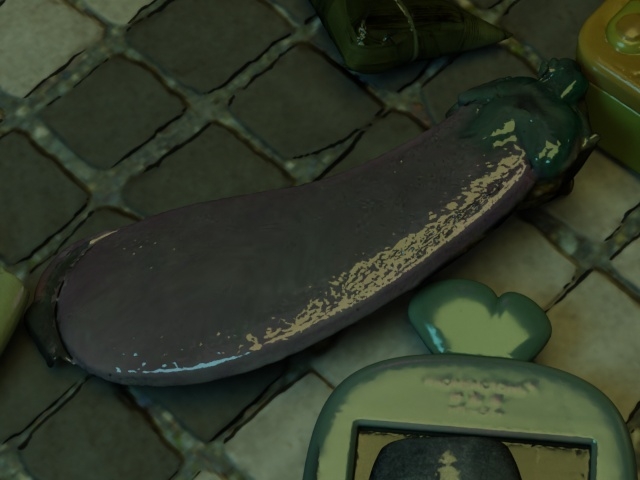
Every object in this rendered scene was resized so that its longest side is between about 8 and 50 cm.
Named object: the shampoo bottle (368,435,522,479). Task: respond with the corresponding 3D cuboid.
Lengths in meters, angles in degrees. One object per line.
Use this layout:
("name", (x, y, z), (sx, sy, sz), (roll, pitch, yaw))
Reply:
("shampoo bottle", (0.065, 0.216, 1.001), (0.087, 0.049, 0.234), (-1, 64, 4))

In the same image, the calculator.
("calculator", (0.080, 0.159, 1.081), (0.185, 0.041, 0.299), (3, 62, 4))

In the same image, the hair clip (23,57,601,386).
("hair clip", (0.001, 0.002, 1.155), (0.358, 0.095, 0.110), (-21, 88, -5))

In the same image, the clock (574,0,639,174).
("clock", (0.261, -0.085, 1.183), (0.202, 0.096, 0.143), (37, 65, 20))

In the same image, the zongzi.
("zongzi", (0.052, -0.156, 1.263), (0.113, 0.052, 0.104), (-12, 53, -19))

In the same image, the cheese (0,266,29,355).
("cheese", (-0.244, 0.087, 1.130), (0.127, 0.050, 0.235), (6, 63, 10))
